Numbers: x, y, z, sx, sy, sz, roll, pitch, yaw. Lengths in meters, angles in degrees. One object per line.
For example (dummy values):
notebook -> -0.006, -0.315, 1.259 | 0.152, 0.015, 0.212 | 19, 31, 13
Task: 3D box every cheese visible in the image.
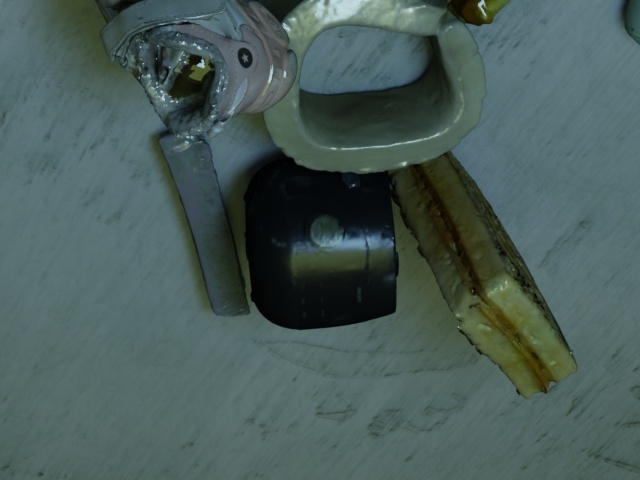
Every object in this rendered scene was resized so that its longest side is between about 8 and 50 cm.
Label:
cheese -> 0.069, -0.249, 1.852 | 0.332, 0.153, 0.292 | -2, 128, -14

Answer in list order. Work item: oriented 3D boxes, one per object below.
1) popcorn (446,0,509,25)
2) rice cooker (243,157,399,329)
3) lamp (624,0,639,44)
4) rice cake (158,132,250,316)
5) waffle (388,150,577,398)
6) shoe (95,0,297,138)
popcorn -> 0.160, -0.459, 1.626 | 0.321, 0.326, 0.290 | 41, 115, 3
rice cooker -> 0.000, 0.000, 1.971 | 0.224, 0.267, 0.267 | -5, 129, 1
lamp -> 0.493, -0.364, 1.916 | 0.106, 0.106, 0.193 | -13, 122, -5
rice cake -> -0.171, -0.027, 2.024 | 0.073, 0.056, 0.365 | -16, 130, -2
waffle -> 0.237, 0.039, 1.982 | 0.114, 0.376, 0.261 | -32, 130, 9
shoe -> -0.191, -0.287, 1.654 | 0.351, 0.198, 0.172 | 44, 123, -3
